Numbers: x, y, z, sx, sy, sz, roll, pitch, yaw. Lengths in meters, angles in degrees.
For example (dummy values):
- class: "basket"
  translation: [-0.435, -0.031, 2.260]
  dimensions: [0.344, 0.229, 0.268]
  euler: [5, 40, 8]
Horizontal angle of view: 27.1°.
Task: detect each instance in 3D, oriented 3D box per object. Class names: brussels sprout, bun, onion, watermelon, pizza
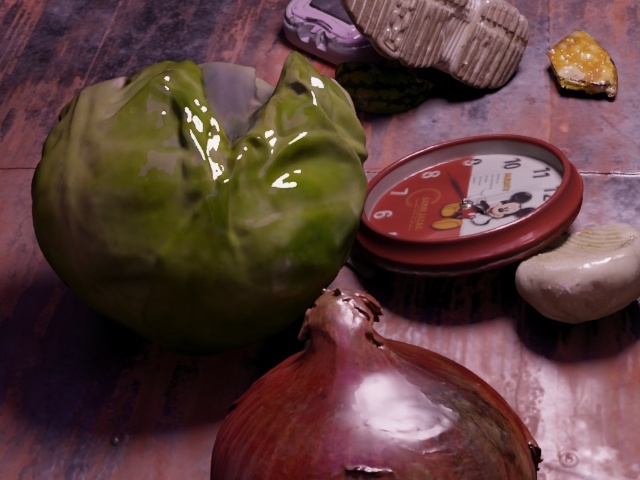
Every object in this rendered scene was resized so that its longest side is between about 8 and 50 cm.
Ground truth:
- class: "brussels sprout"
  translation: [-0.141, -0.033, 1.694]
  dimensions: [0.425, 0.342, 0.361]
  euler: [-10, 70, 4]
- class: "bun"
  translation: [0.340, 0.049, 1.683]
  dimensions: [0.183, 0.102, 0.183]
  euler: [-15, 15, 4]
- class: "onion"
  translation: [0.059, 0.248, 1.398]
  dimensions: [0.354, 0.353, 0.353]
  euler: [-4, 43, 4]
- class: "watermelon"
  translation: [0.088, -0.250, 2.066]
  dimensions: [0.163, 0.069, 0.087]
  euler: [9, 46, 15]
- class: "pizza"
  translation: [0.406, -0.271, 2.064]
  dimensions: [0.099, 0.036, 0.160]
  euler: [-12, 42, -5]

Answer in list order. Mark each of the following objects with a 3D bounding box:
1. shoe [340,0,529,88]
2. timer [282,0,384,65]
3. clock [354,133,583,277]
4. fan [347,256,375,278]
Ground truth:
- class: "shoe"
  translation: [0.140, -0.351, 2.035]
  dimensions: [0.172, 0.351, 0.198]
  euler: [-60, 37, 6]
- class: "timer"
  translation: [0.051, -0.373, 2.205]
  dimensions: [0.208, 0.069, 0.191]
  euler: [30, 57, 32]
- class: "clock"
  translation: [0.199, -0.043, 1.806]
  dimensions: [0.318, 0.080, 0.318]
  euler: [-12, 28, 7]
- class: "fan"
  translation: [0.000, 0.000, 1.858]
  dimensions: [0.132, 0.009, 0.220]
  euler: [-36, 49, -24]
